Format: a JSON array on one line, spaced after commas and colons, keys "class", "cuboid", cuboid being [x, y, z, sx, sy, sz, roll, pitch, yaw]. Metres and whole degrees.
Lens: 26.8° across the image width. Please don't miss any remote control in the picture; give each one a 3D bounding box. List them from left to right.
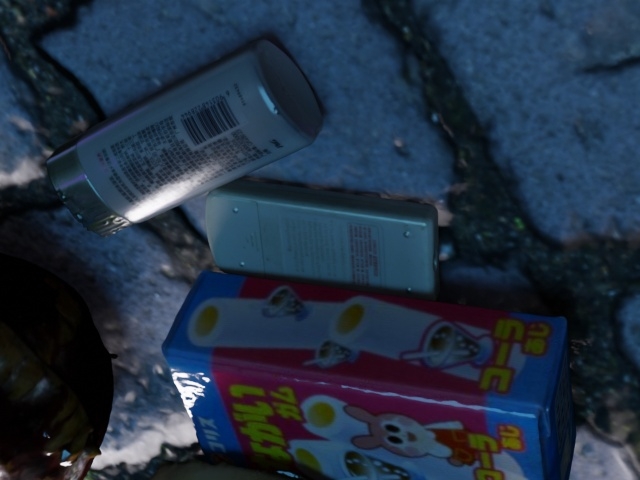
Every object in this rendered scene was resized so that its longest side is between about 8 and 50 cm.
[{"class": "remote control", "cuboid": [0.000, 0.000, 1.054, 0.190, 0.029, 0.087, 7, 126, 18]}]

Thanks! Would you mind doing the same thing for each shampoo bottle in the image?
[{"class": "shampoo bottle", "cuboid": [-0.108, -0.074, 1.031, 0.227, 0.056, 0.086, -23, 112, 34]}]

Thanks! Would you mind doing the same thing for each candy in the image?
[{"class": "candy", "cuboid": [0.042, 0.123, 1.065, 0.306, 0.100, 0.157, 6, 140, 20]}]

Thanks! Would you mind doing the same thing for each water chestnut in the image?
[{"class": "water chestnut", "cuboid": [-0.333, 0.138, 1.145, 0.300, 0.300, 0.300, 12, 128, 16]}]

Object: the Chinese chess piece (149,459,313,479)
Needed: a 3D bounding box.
[{"class": "Chinese chess piece", "cuboid": [-0.042, 0.276, 1.162, 0.257, 0.104, 0.257, 14, 156, 6]}]
